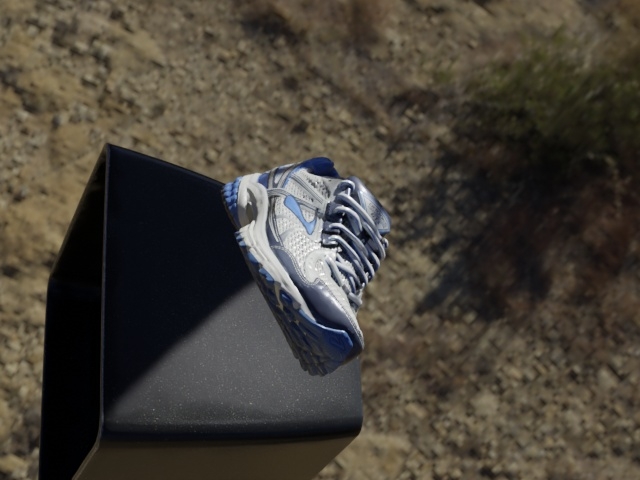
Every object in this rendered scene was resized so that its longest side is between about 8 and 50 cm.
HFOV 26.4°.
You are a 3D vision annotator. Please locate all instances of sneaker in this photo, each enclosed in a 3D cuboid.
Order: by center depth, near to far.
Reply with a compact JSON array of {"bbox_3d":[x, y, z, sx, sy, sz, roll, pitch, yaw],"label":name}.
[{"bbox_3d":[0.000,0.000,0.521,0.058,0.052,0.135,-26,30,0],"label":"sneaker"}]

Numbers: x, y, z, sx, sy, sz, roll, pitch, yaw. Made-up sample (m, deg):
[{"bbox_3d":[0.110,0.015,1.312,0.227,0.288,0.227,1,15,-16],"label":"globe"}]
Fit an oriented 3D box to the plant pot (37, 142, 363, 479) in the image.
[{"bbox_3d":[-0.075,0.076,0.846,0.167,0.188,0.187,8,59,-20],"label":"plant pot"}]
